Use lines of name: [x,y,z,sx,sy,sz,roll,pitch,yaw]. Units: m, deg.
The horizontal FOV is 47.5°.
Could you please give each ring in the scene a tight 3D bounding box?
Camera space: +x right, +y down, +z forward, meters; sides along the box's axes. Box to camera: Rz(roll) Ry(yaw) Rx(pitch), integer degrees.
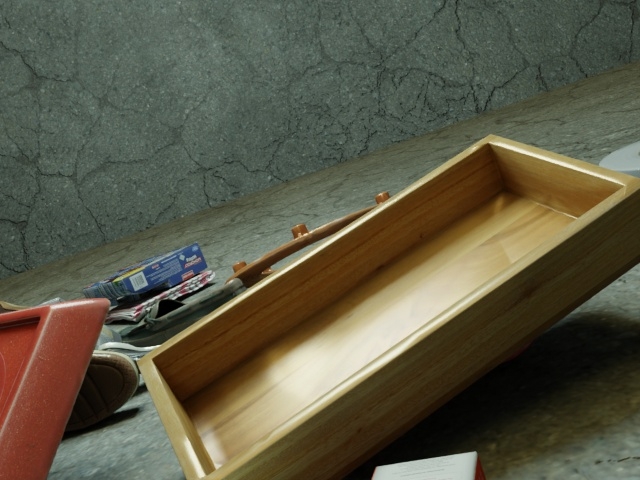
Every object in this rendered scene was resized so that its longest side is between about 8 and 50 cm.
ring: [0.000,0.000,1.147,0.336,0.032,0.336,-23,-8,-3]

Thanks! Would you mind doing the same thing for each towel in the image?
towel: [-0.317,0.113,1.427,0.197,0.029,0.144,-28,11,-41]

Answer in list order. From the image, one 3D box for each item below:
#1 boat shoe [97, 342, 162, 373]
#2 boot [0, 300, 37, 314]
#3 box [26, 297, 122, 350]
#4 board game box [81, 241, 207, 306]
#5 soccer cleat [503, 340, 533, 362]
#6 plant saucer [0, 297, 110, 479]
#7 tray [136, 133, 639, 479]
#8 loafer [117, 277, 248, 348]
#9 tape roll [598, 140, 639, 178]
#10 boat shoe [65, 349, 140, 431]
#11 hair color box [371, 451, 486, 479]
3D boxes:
boat shoe: [-0.226,0.159,0.946,0.125,0.038,0.046,9,-42,-22]
boot: [-0.723,0.196,1.527,0.248,0.090,0.207,-10,11,23]
box: [-0.381,0.156,0.961,0.183,0.056,0.231,-20,-19,-2]
board game box: [-0.360,0.079,1.441,0.194,0.060,0.194,-15,10,43]
soccer cleat: [0.097,0.086,0.725,0.248,0.083,0.095,-8,5,39]
plant saucer: [-0.347,0.174,0.712,0.259,0.048,0.258,-11,51,31]
tray: [0.058,0.058,0.622,0.411,0.076,0.203,-33,29,-12]
loafer: [-0.202,0.111,1.074,0.267,0.084,0.096,-13,13,30]
tape roll: [0.489,-0.097,0.961,0.219,0.072,0.219,-18,10,3]
boat shoe: [-0.339,0.190,0.900,0.257,0.095,0.095,-18,5,6]
hair color box: [0.056,0.178,0.408,0.072,0.043,0.141,-15,10,20]
